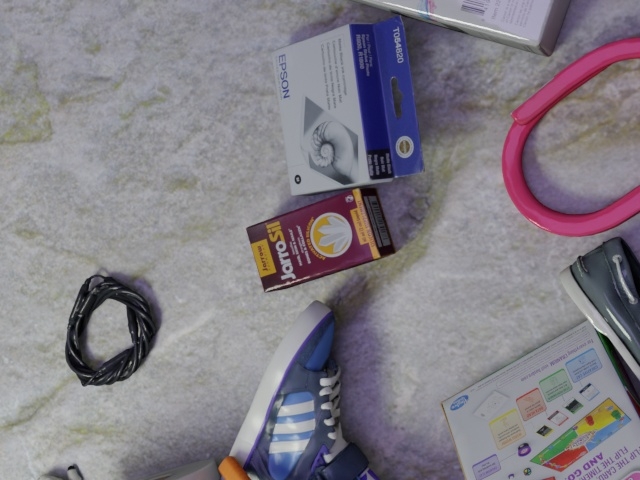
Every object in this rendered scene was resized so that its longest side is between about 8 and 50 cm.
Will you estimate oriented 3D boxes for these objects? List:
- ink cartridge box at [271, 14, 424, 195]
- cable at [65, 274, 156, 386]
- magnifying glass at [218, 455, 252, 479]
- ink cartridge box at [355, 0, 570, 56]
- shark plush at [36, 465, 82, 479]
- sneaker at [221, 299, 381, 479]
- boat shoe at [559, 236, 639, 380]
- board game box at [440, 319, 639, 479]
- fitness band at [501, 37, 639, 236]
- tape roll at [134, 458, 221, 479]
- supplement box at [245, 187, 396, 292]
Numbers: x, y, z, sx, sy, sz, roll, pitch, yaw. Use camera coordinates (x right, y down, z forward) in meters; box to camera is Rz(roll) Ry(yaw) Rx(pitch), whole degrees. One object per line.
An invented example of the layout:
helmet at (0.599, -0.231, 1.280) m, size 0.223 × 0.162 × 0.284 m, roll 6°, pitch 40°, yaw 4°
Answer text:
ink cartridge box at (0.032, -0.184, 1.362) m, size 0.224 × 0.045 × 0.223 m, roll -9°, pitch 89°, yaw 43°
cable at (-0.344, 0.156, 1.572) m, size 0.150 × 0.047 × 0.184 m, roll 24°, pitch 98°, yaw 13°
magnifying glass at (-0.074, 0.366, 1.292) m, size 0.092 × 0.026 × 0.231 m, roll -56°, pitch 41°, yaw 5°
ink cartridge box at (0.190, -0.395, 1.286) m, size 0.306 × 0.131 × 0.226 m, roll 21°, pitch 101°, yaw 20°
shark plush at (-0.405, 0.445, 1.617) m, size 0.161 × 0.073 × 0.067 m, roll 40°, pitch 127°, yaw -6°
sneaker at (0.018, 0.274, 1.398) m, size 0.236 × 0.130 × 0.323 m, roll 27°, pitch 99°, yaw 10°
boat shoe at (0.441, 0.133, 1.224) m, size 0.099 × 0.116 × 0.319 m, roll -45°, pitch 72°, yaw 21°
board game box at (0.300, 0.280, 1.204) m, size 0.242 × 0.064 × 0.316 m, roll -33°, pitch 39°, yaw 18°
fitness band at (0.373, -0.133, 1.273) m, size 0.291 × 0.054 × 0.209 m, roll -37°, pitch 82°, yaw 20°
tape roll at (-0.274, 0.415, 1.425) m, size 0.286 × 0.286 × 0.100 m, roll -21°, pitch 84°, yaw 21°
supplement box at (0.000, 0.000, 1.406) m, size 0.188 × 0.081 × 0.104 m, roll -19°, pitch 86°, yaw 21°
